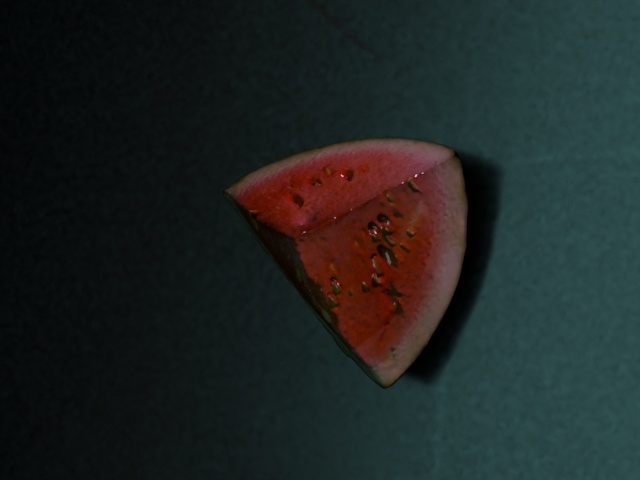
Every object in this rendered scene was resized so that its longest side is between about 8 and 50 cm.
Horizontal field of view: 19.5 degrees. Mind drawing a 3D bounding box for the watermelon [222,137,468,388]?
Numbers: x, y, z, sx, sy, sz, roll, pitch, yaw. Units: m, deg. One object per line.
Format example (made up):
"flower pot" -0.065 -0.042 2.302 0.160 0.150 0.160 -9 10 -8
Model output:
"watermelon" 0.000 0.000 0.951 0.135 0.094 0.125 20 102 26
